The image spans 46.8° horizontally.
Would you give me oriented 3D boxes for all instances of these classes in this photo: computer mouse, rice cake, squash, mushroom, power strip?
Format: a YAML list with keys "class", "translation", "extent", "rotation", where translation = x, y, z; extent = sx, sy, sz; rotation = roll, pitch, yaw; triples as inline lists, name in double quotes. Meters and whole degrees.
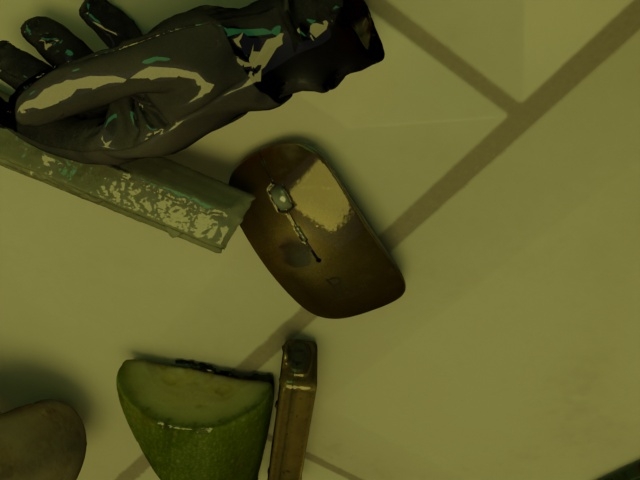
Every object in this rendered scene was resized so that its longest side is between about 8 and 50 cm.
- class: "computer mouse"
  translation: [0.000, 0.001, 0.646]
  extent: [0.102, 0.045, 0.199]
  rotation: [-20, 126, 21]
- class: "rice cake"
  translation: [-0.180, -0.059, 0.597]
  extent: [0.256, 0.052, 0.057]
  rotation: [22, 118, -3]
- class: "squash"
  translation: [-0.151, 0.253, 0.851]
  extent: [0.169, 0.093, 0.252]
  rotation: [10, 131, -3]
- class: "mushroom"
  translation: [-0.380, 0.244, 0.820]
  extent: [0.209, 0.206, 0.206]
  rotation: [25, 133, 14]
- class: "power strip"
  translation: [-0.033, 0.219, 0.827]
  extent: [0.044, 0.064, 0.305]
  rotation: [5, 132, -4]

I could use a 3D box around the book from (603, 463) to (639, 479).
- class: "book"
  translation: [0.484, 0.268, 0.834]
  extent: [0.201, 0.026, 0.289]
  rotation: [32, 127, -18]

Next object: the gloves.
- class: "gloves"
  translation: [-0.101, -0.117, 0.504]
  extent: [0.285, 0.142, 0.119]
  rotation: [-5, 102, 12]
